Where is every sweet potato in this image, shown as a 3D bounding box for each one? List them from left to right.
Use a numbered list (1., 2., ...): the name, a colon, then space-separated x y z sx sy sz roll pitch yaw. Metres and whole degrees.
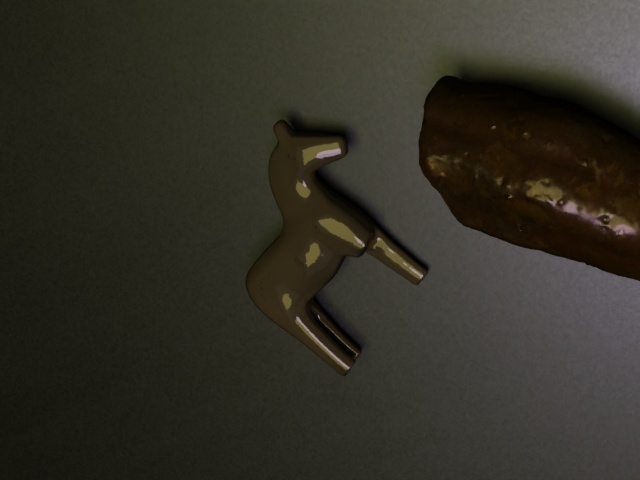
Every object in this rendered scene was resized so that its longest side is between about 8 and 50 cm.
1. sweet potato: 0.273 -0.052 1.296 0.370 0.158 0.157 21 114 13

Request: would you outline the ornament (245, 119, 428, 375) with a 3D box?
1. ornament: 0.000 0.000 1.459 0.245 0.061 0.230 39 115 0
